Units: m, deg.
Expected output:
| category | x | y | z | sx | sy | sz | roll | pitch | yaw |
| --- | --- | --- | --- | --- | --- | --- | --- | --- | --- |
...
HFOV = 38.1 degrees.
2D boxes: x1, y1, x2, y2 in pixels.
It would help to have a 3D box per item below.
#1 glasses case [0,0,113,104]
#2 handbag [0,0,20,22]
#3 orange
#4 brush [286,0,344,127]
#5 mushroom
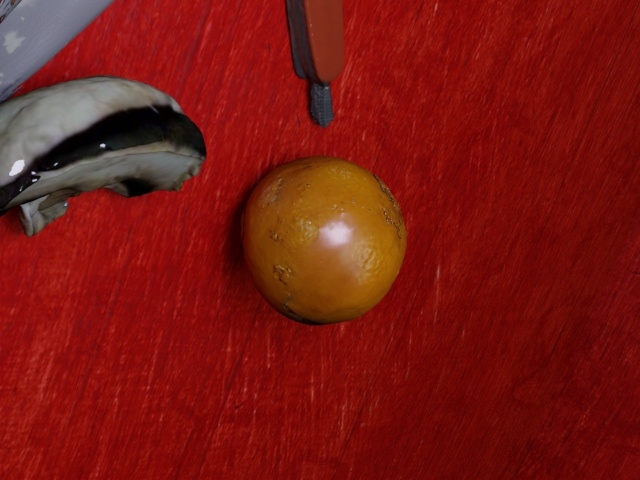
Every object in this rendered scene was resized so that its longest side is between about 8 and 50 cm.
| category | x | y | z | sx | sy | sz | roll | pitch | yaw |
| --- | --- | --- | --- | --- | --- | --- | --- | --- | --- |
| glasses case | -0.269 | -0.283 | 0.948 | 0.308 | 0.083 | 0.128 | -43 | 124 | 0 |
| handbag | -0.335 | -0.232 | 0.814 | 0.151 | 0.171 | 0.298 | 27 | 95 | -11 |
| orange | 0.000 | 0.000 | 1.335 | 0.246 | 0.246 | 0.246 | -29 | 134 | -34 |
| brush | -0.003 | -0.297 | 1.282 | 0.070 | 0.051 | 0.323 | -36 | 138 | -31 |
| mushroom | -0.285 | -0.088 | 1.024 | 0.344 | 0.129 | 0.247 | -23 | 174 | -39 |
